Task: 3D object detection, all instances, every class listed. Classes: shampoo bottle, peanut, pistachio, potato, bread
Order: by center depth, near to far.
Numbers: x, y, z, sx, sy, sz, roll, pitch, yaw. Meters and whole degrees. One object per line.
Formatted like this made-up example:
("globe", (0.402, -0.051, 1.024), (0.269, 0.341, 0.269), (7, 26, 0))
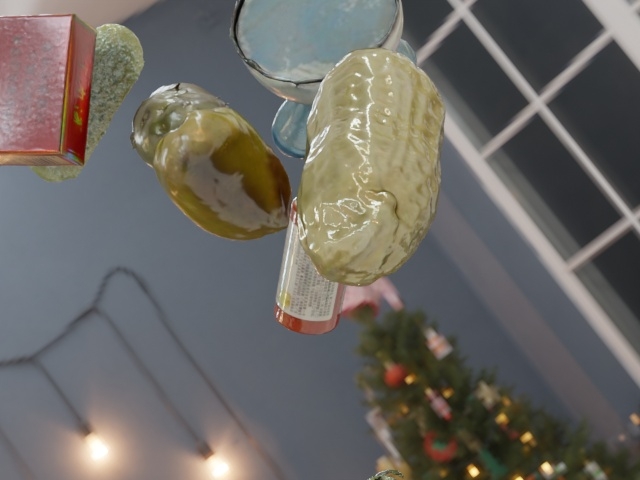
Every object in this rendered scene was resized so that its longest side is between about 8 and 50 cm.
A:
("peanut", (0.049, -0.074, 1.392), (0.152, 0.152, 0.313), (-42, 26, 33))
("pistachio", (-0.104, -0.067, 1.396), (0.110, 0.100, 0.189), (-25, -36, 20))
("shampoo bottle", (0.000, 0.000, 2.063), (0.104, 0.104, 0.278), (-29, -43, -51))
("potato", (-0.202, -0.161, 2.087), (0.165, 0.165, 0.262), (-37, 6, 0))
("bread", (-0.424, -0.240, 2.220), (0.286, 0.207, 0.056), (-61, 14, 10))

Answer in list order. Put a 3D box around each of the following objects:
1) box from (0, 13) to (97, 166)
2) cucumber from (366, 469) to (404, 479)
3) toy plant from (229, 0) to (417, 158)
("box", (-0.476, -0.206, 1.909), (0.313, 0.197, 0.089), (1, -9, 15))
("cucumber", (0.133, 0.352, 1.482), (0.067, 0.245, 0.067), (-40, 0, 0))
("toy plant", (0.028, -0.228, 1.932), (0.247, 0.247, 0.332), (-37, -31, -5))
